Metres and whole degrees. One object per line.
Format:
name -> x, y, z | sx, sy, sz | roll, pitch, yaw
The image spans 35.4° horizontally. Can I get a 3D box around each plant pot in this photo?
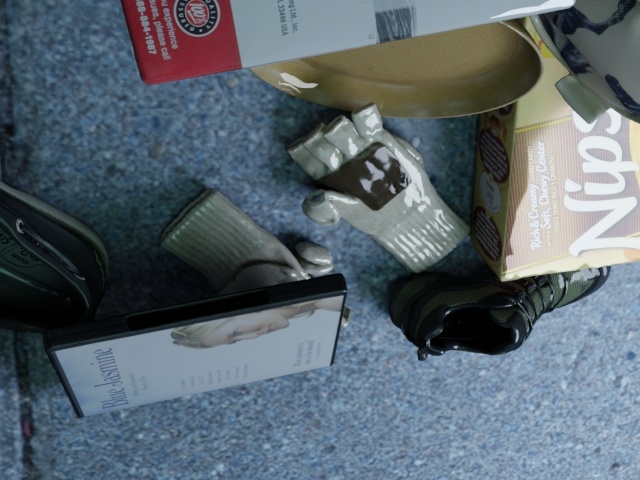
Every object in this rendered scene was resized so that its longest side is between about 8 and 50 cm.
plant pot -> 0.054, -0.150, 0.779 | 0.236, 0.236, 0.032 | 11, 76, -21

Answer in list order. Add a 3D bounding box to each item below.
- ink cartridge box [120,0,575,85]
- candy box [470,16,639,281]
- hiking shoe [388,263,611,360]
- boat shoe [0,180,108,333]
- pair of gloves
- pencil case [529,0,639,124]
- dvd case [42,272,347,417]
ink cartridge box -> 0.009, -0.221, 0.579 | 0.273, 0.114, 0.197 | -10, 133, -3
candy box -> 0.241, -0.126, 0.892 | 0.183, 0.087, 0.316 | -7, 121, -11
hiking shoe -> 0.187, 0.068, 0.976 | 0.227, 0.114, 0.086 | -17, 123, -5
boat shoe -> -0.326, -0.005, 0.796 | 0.340, 0.113, 0.127 | 31, 107, -28
pair of gloves -> 0.000, 0.000, 0.925 | 0.240, 0.042, 0.204 | -33, 124, 9
pencil case -> 0.311, -0.269, 0.705 | 0.410, 0.160, 0.183 | -51, 163, -5
dvd case -> -0.105, 0.098, 0.896 | 0.253, 0.022, 0.180 | -10, 154, -9
